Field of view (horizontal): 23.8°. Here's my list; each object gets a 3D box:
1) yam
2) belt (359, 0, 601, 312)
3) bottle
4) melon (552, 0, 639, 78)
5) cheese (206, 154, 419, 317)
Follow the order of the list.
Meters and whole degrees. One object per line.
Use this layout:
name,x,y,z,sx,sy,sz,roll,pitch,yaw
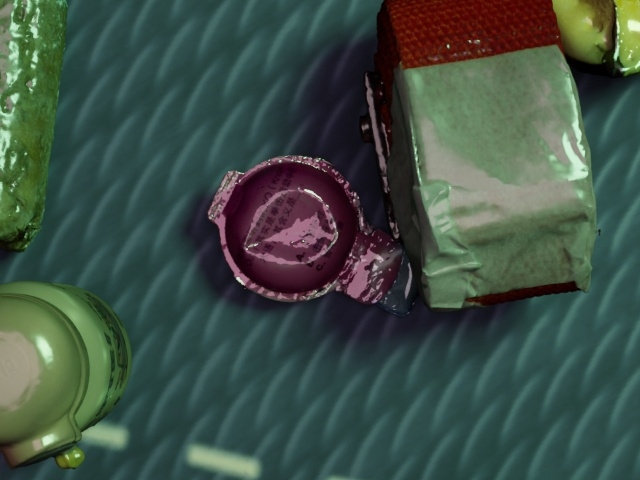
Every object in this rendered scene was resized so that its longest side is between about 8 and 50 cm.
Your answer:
yam,-0.199,-0.083,0.936,0.078,0.078,0.179,8,85,-1
belt,0.088,-0.057,0.912,0.124,0.128,0.201,-10,80,-1
bottle,-0.162,0.077,0.861,0.097,0.209,0.110,-26,89,-2
melon,0.199,-0.176,0.952,0.128,0.079,0.160,-1,87,-19
cheese,0.000,0.000,0.954,0.145,0.038,0.095,26,87,-9
